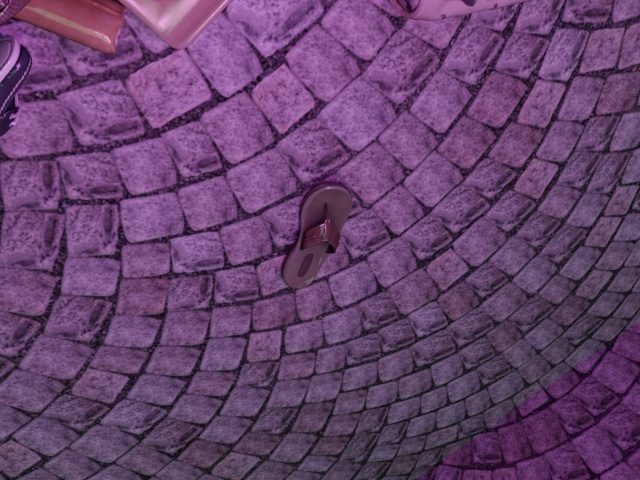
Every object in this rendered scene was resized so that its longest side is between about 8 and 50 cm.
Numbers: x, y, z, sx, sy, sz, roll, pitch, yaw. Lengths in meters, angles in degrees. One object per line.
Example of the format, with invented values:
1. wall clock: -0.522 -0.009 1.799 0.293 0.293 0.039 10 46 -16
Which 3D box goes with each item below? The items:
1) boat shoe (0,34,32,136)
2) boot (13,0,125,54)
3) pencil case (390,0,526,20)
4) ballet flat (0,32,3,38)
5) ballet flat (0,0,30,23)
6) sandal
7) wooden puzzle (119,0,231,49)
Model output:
1. boat shoe: -0.529 -0.208 0.946 0.303 0.114 0.091 -24 146 32
2. boot: -0.420 -0.331 0.846 0.270 0.236 0.089 16 131 -28
3. pencil case: 0.310 -0.506 1.065 0.411 0.159 0.183 -15 150 -12
4. ballet flat: -0.555 -0.321 0.923 0.114 0.041 0.041 16 117 -31
5. ballet flat: -0.371 -0.372 0.776 0.084 0.058 0.249 48 62 -35
6. sandal: 0.001 0.001 1.374 0.120 0.086 0.302 4 124 -26
7. wooden puzzle: -0.237 -0.518 0.887 0.322 0.080 0.348 -43 125 11
